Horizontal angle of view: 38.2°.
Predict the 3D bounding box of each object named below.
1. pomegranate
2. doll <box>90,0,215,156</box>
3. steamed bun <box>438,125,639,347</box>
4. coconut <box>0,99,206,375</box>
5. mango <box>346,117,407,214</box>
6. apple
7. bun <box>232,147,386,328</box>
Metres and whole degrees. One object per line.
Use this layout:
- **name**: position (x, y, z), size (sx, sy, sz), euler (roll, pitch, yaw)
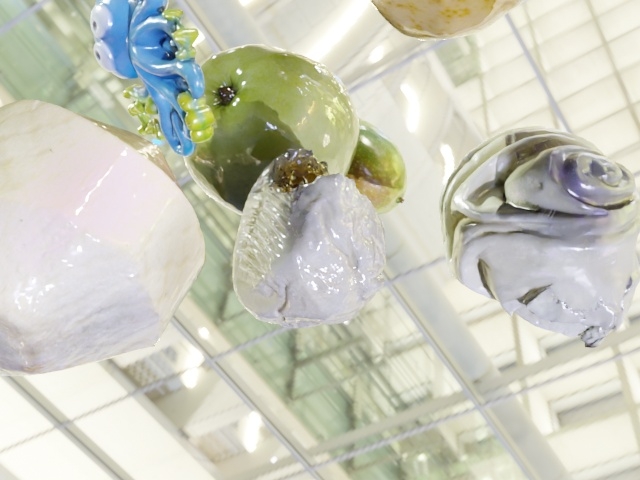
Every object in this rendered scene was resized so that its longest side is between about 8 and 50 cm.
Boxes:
- **pomegranate**: position (0.199, -0.457, 1.396), size (0.342, 0.342, 0.342), euler (-28, -151, 17)
- **doll**: position (-0.278, -0.289, 1.439), size (0.099, 0.346, 0.341), euler (-24, -143, -26)
- **steamed bun**: position (0.372, -0.044, 1.445), size (0.346, 0.237, 0.394), euler (-20, -125, -18)
- **coconut**: position (-0.224, -0.001, 0.807), size (0.259, 0.259, 0.259), euler (-28, -151, 17)
- **mango**: position (0.035, -0.196, 2.097), size (0.382, 0.225, 0.201), euler (38, -86, 31)
- **apple**: position (-0.105, -0.211, 1.805), size (0.357, 0.357, 0.357), euler (-28, -151, 17)
- **bun**: position (-0.005, 0.015, 1.419), size (0.281, 0.205, 0.281), euler (-48, -150, 41)
